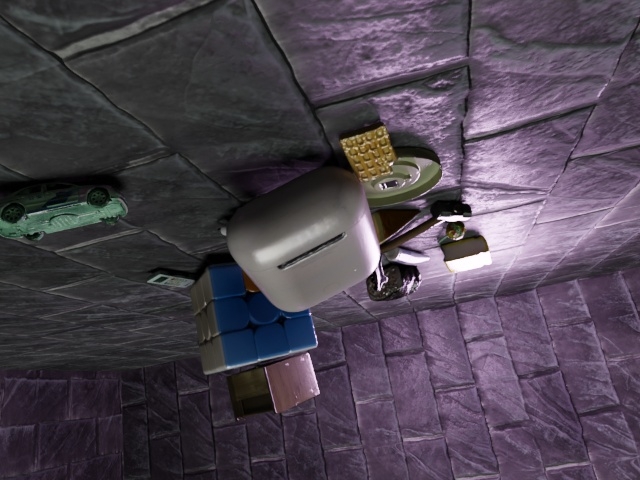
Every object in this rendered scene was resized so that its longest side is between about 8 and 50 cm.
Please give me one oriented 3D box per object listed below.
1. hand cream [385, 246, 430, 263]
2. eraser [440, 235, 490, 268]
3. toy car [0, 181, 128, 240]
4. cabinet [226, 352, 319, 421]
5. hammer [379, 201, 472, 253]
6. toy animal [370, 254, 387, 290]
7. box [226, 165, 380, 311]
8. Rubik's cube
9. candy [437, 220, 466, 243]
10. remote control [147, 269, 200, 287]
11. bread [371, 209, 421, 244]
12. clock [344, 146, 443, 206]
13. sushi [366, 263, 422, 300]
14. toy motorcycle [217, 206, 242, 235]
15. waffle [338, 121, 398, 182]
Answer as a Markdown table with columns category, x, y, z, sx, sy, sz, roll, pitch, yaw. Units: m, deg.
| category | x | y | z | sx | sy | sz | roll | pitch | yaw |
| --- | --- | --- | --- | --- | --- | --- | --- | --- | --- |
| hand cream | 0.302 | 0.059 | 1.640 | 0.079 | 0.048 | 0.255 | -15 | 165 | 31 |
| eraser | 0.524 | 0.053 | 1.693 | 0.157 | 0.069 | 0.226 | -17 | 161 | 17 |
| toy car | -0.466 | -0.061 | 0.848 | 0.224 | 0.076 | 0.090 | -14 | 162 | -13 |
| cabinet | -0.148 | 0.449 | 1.473 | 0.174 | 0.148 | 0.215 | -24 | 167 | 34 |
| hammer | 0.277 | -0.024 | 1.390 | 0.111 | 0.044 | 0.365 | 0 | 160 | -28 |
| toy animal | 0.123 | 0.094 | 1.639 | 0.209 | 0.121 | 0.117 | -2 | -147 | 31 |
| box | -0.022 | 0.011 | 1.004 | 0.288 | 0.141 | 0.349 | -26 | 145 | 0 |
| Rubik's cube | -0.216 | 0.232 | 1.460 | 0.290 | 0.292 | 0.291 | -7 | 164 | -27 |
| candy | 0.397 | -0.016 | 1.472 | 0.060 | 0.061 | 0.201 | -8 | 168 | -5 |
| remote control | -0.447 | 0.116 | 1.447 | 0.065 | 0.029 | 0.166 | -27 | 156 | 25 |
| bread | 0.206 | -0.031 | 1.261 | 0.139 | 0.084 | 0.074 | -2 | 159 | -25 |
| clock | 0.147 | -0.130 | 1.025 | 0.234 | 0.029 | 0.235 | -9 | 161 | -3 |
| sushi | 0.282 | 0.164 | 1.811 | 0.127 | 0.124 | 0.225 | 3 | 157 | -33 |
| toy motorcycle | -0.126 | -0.026 | 1.104 | 0.220 | 0.102 | 0.150 | -1 | -179 | -16 |
| waffle | 0.095 | -0.160 | 0.878 | 0.092 | 0.021 | 0.135 | -17 | 147 | 16 |
